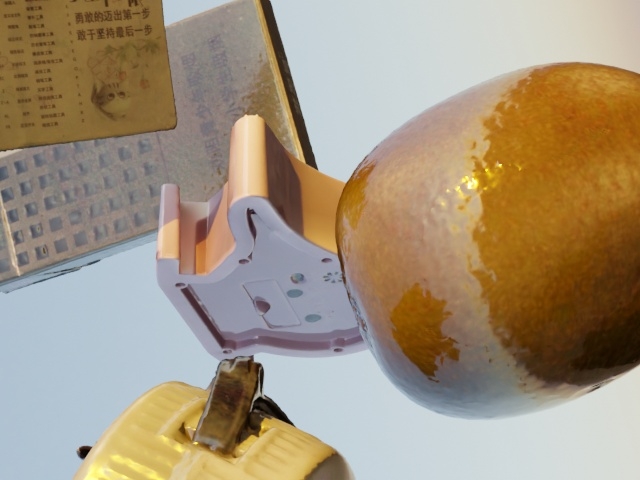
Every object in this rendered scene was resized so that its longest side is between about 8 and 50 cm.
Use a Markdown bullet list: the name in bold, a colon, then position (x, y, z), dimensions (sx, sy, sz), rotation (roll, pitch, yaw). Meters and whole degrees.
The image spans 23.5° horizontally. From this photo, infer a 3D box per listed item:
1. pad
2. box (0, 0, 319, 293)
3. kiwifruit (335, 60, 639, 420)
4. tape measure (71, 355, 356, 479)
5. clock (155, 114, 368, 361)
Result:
- **pad**: position (-0.225, -0.146, 1.125), dimensions (0.265, 0.009, 0.159), rotation (-10, -84, -35)
- **box**: position (-0.175, -0.086, 1.393), dimensions (0.047, 0.325, 0.180), rotation (16, -123, -71)
- **kiwifruit**: position (0.126, -0.003, 0.882), dimensions (0.196, 0.234, 0.196), rotation (62, 172, 16)
- **tape measure**: position (-0.069, 0.187, 0.793), dimensions (0.231, 0.133, 0.271), rotation (-63, -19, -18)
- **clock**: position (0.000, 0.000, 1.270), dimensions (0.290, 0.276, 0.080), rotation (57, -153, -57)
